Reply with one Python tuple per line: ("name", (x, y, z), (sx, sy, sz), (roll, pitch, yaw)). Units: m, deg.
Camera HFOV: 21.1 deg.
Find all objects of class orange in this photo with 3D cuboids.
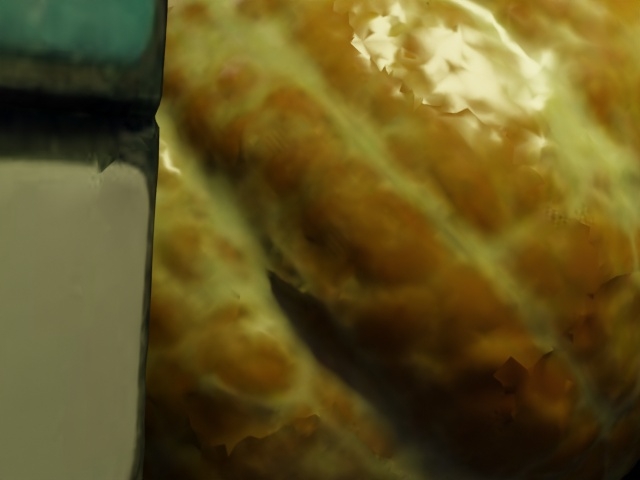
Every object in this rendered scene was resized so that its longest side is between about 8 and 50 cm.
("orange", (0.000, 0.000, 0.598), (0.329, 0.249, 0.329), (-40, -2, -2))

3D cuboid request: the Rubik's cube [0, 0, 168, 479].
("Rubik's cube", (-0.266, 0.012, 0.370), (0.362, 0.363, 0.359), (4, 4, 34))
